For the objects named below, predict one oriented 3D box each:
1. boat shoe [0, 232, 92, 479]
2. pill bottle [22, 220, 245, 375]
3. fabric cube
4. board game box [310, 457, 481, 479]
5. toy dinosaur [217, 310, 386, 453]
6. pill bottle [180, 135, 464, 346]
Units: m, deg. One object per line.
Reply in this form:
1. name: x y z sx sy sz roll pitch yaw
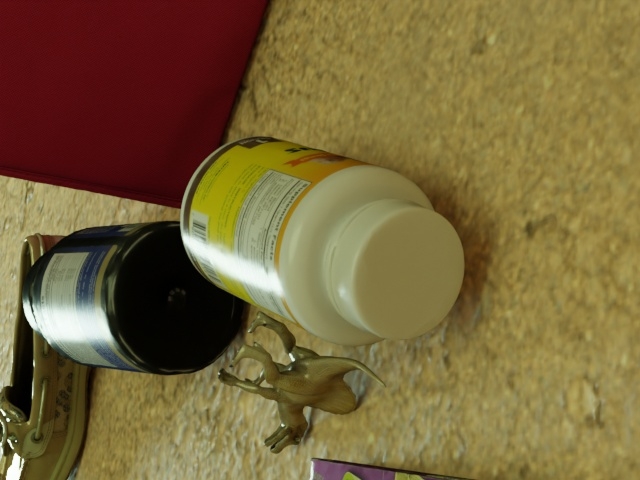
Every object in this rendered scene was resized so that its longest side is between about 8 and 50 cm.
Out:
1. boat shoe: -0.273 0.129 1.346 0.104 0.089 0.285 25 103 56
2. pill bottle: -0.166 0.047 1.174 0.219 0.122 0.123 -2 79 58
3. fabric cube: -0.218 -0.203 1.206 0.259 0.254 0.258 40 114 54
4. board game box: 0.047 0.312 0.842 0.208 0.056 0.347 -3 79 53
5. toy dinosaur: -0.012 0.089 0.959 0.053 0.092 0.183 -62 7 -31
6. pill bottle: 0.000 0.000 0.935 0.215 0.117 0.117 21 99 57
